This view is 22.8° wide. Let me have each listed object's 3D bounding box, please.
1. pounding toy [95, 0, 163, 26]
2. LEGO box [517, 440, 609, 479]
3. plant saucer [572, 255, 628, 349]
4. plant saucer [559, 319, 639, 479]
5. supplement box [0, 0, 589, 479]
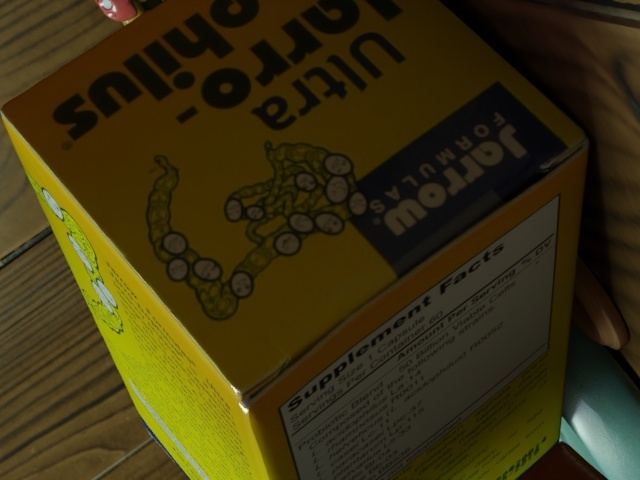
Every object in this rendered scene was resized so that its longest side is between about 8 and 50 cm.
[{"bbox_3d":[-0.159,-0.242,1.455,0.237,0.110,0.183,50,173,48],"label":"pounding toy"},{"bbox_3d":[0.163,0.395,0.721,0.500,0.372,0.193,40,167,44],"label":"LEGO box"},{"bbox_3d":[0.141,0.027,0.882,0.083,0.013,0.083,54,177,4],"label":"plant saucer"},{"bbox_3d":[0.153,0.102,1.070,0.317,0.043,0.317,51,175,6],"label":"plant saucer"},{"bbox_3d":[0.001,0.036,0.842,0.195,0.194,0.356,46,164,26],"label":"supplement box"}]
